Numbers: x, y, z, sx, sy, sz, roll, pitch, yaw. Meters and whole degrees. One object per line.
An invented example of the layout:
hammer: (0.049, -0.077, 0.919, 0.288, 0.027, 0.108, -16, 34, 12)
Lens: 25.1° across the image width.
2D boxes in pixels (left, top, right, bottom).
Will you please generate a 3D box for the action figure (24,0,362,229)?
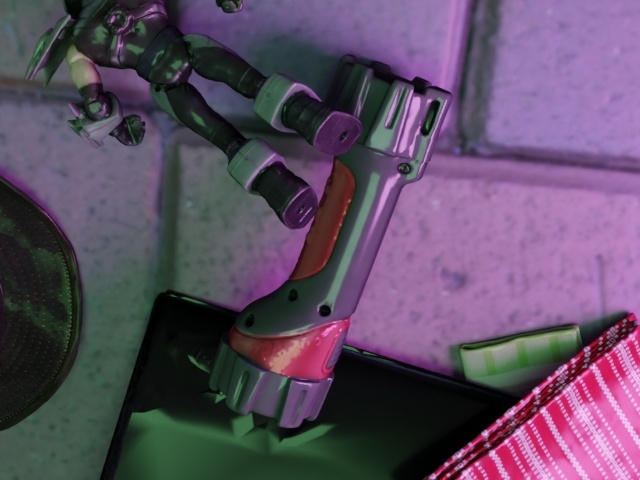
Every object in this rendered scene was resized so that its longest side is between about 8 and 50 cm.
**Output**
action figure: (-0.107, -0.131, 1.118, 0.285, 0.099, 0.185, 39, 103, 15)

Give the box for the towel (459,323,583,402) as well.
towel: (0.193, 0.154, 1.297, 0.113, 0.023, 0.152, -13, 113, 8)

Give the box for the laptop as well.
laptop: (-0.026, 0.303, 1.367, 0.382, 0.236, 0.408, 17, 143, -1)

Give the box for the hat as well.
hat: (-0.374, 0.063, 1.226, 0.331, 0.134, 0.331, 1, 113, 2)

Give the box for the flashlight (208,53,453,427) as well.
flashlight: (0.000, 0.000, 1.185, 0.103, 0.103, 0.304, 10, 107, -32)

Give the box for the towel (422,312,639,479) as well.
towel: (0.219, 0.219, 1.252, 0.275, 0.031, 0.199, -37, 110, -14)
